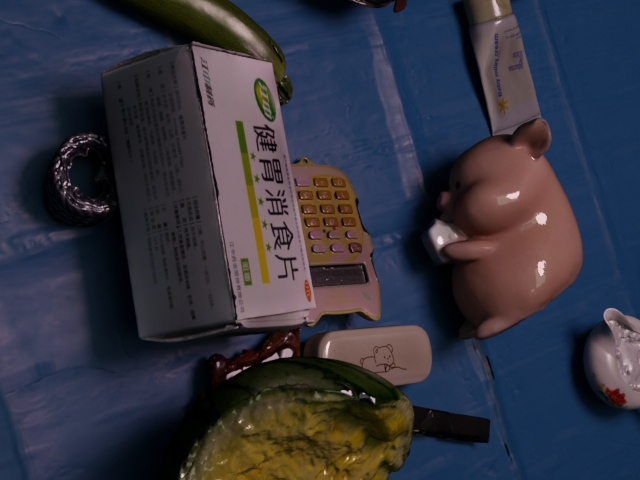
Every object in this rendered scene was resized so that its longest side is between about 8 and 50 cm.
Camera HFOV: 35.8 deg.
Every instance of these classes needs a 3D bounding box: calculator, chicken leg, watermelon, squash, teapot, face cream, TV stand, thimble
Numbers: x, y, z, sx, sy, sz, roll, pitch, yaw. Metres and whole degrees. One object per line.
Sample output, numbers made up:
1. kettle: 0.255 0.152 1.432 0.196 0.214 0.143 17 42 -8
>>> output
1. calculator: 0.000 0.000 1.312 0.157 0.033 0.236 -1 72 -34
2. chicken leg: -0.072 0.151 1.244 0.219 0.048 0.089 -36 99 -32
3. watermelon: -0.058 0.252 1.132 0.331 0.331 0.189 -19 53 -32
4. squash: -0.152 -0.282 1.267 0.318 0.071 0.080 29 108 -26
5. teapot: 0.474 0.196 1.539 0.226 0.092 0.145 48 64 -16
6. face cream: 0.284 -0.276 1.538 0.114 0.070 0.224 -24 102 -32
7. TV stand: 0.127 0.245 1.351 0.249 0.042 0.036 14 71 -28
8. thimble: -0.275 -0.071 1.155 0.095 0.066 0.104 -17 87 -33

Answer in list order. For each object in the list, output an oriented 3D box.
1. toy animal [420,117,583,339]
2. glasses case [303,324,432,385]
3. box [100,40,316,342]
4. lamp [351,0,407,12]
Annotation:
1. toy animal: 0.252 -0.014 1.402 0.213 0.195 0.256 -22 91 -7
2. glasses case: 0.065 0.156 1.315 0.196 0.050 0.083 -2 86 -38
3. box: -0.127 -0.048 1.158 0.173 0.145 0.333 -3 81 -58
4. lamp: 0.062 -0.444 1.340 0.233 0.233 0.265 -41 109 -30
